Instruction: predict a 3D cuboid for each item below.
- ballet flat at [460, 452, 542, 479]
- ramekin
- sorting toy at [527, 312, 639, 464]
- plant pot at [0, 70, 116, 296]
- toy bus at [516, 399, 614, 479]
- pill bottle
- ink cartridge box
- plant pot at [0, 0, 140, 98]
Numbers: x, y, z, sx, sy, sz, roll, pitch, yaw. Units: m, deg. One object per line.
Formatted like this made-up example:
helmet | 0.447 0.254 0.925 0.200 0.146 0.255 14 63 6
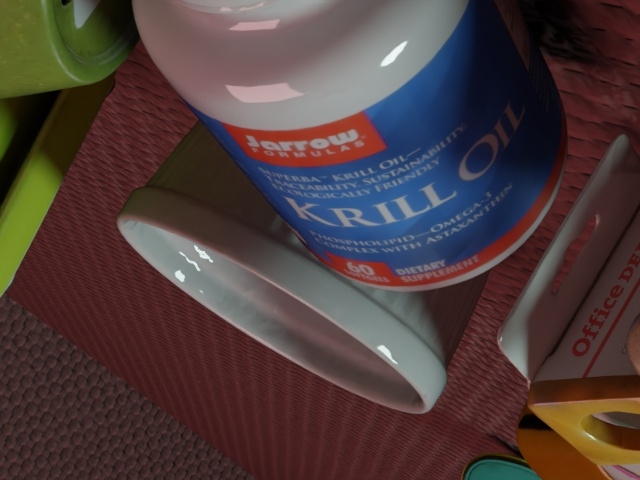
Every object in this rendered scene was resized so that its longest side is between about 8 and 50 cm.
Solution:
ballet flat | 0.231 0.260 1.573 0.231 0.077 0.077 27 -176 13
ramekin | 0.000 0.000 1.002 0.207 0.109 0.207 31 168 7
sorting toy | 0.226 0.069 0.593 0.196 0.047 0.348 31 149 -33
plant pot | -0.269 -0.088 1.062 0.207 0.228 0.227 31 170 -35
toy bus | 0.266 0.163 0.948 0.333 0.130 0.108 34 167 -10
pill bottle | 0.007 -0.078 0.639 0.124 0.124 0.221 24 166 31
ink cartridge box | 0.166 0.052 0.785 0.067 0.115 0.198 20 164 42
plant pot | -0.206 -0.149 0.638 0.294 0.274 0.275 14 164 12
